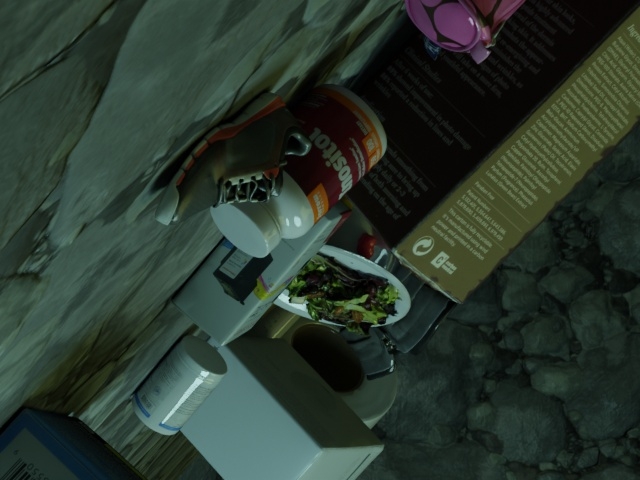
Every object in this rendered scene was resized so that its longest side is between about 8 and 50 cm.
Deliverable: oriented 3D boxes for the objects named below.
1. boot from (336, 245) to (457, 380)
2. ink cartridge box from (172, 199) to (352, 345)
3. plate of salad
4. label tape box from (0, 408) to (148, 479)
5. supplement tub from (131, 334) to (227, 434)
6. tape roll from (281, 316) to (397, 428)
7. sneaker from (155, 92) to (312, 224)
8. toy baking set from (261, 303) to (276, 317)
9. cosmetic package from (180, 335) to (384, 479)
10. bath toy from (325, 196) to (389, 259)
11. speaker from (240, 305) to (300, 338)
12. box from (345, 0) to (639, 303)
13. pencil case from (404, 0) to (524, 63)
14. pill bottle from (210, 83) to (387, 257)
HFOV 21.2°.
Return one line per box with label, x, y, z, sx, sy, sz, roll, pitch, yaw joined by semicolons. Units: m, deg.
boot;0.094;0.014;2.162;0.118;0.223;0.338;-41;171;-44
ink cartridge box;-0.058;0.016;1.764;0.175;0.072;0.127;-49;175;12
plate of salad;0.002;0.058;1.919;0.200;0.200;0.048;123;-15;-61
label tape box;-0.197;0.283;1.630;0.115;0.249;0.347;-48;175;-7
supplement tub;-0.168;0.173;2.040;0.107;0.071;0.071;-49;175;19
tape roll;-0.027;0.228;2.653;0.169;0.246;0.246;-51;174;38
sneaker;-0.059;-0.053;1.286;0.158;0.065;0.061;-44;174;-37
toy baking set;0.003;-0.002;2.406;0.256;0.030;0.197;-50;171;24
cosmetic package;-0.067;0.253;2.344;0.138;0.224;0.225;-49;159;11
bath toy;0.122;-0.050;1.987;0.348;0.151;0.129;-19;-163;-30
speaker;-0.075;0.121;2.502;0.136;0.055;0.055;-46;175;-23
box;0.188;-0.147;1.666;0.381;0.191;0.143;-46;136;8
pencil case;0.163;-0.248;1.482;0.209;0.098;0.095;-46;174;-25
pill bottle;-0.020;-0.057;1.458;0.152;0.086;0.086;-46;174;-25
